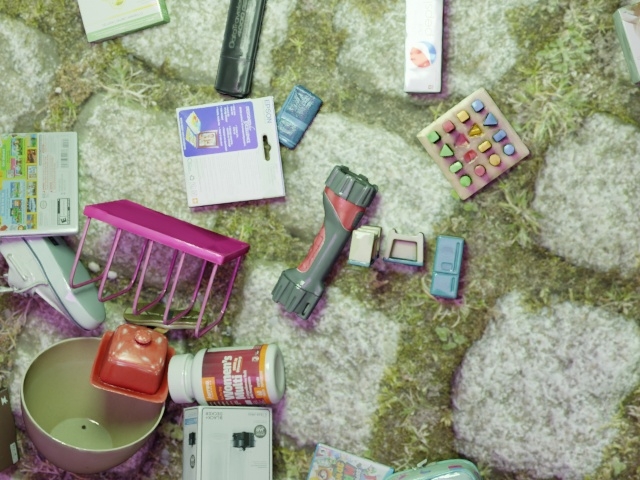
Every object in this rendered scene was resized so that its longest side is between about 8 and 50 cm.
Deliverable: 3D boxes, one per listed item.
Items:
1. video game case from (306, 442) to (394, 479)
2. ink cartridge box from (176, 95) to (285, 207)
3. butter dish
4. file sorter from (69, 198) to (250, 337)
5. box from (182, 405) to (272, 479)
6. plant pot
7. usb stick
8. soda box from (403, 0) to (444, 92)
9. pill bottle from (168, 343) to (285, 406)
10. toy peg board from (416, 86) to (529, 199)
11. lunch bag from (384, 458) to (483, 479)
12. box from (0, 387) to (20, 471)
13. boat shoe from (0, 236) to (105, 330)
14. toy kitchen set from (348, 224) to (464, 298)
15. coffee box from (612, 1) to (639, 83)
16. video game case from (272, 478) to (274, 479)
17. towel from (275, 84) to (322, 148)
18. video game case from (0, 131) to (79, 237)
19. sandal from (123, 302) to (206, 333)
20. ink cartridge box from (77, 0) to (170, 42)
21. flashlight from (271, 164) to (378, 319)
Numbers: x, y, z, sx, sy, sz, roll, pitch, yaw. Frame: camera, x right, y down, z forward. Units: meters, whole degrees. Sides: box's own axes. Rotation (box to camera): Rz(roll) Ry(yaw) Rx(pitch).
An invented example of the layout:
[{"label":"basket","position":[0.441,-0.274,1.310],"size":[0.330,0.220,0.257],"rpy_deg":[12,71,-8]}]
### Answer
[{"label":"video game case","position":[0.057,0.501,2.006],"size":[0.166,0.015,0.119],"rpy_deg":[17,98,8]},{"label":"ink cartridge box","position":[-0.179,-0.179,1.969],"size":[0.208,0.045,0.206],"rpy_deg":[-6,94,11]},{"label":"butter dish","position":[-0.368,0.227,1.950],"size":[0.159,0.160,0.118],"rpy_deg":[16,130,-9]},{"label":"file sorter","position":[-0.325,0.054,1.938],"size":[0.290,0.202,0.182],"rpy_deg":[20,100,8]},{"label":"box","position":[-0.187,0.479,1.927],"size":[0.169,0.087,0.290],"rpy_deg":[6,75,-30]},{"label":"plant pot","position":[-0.477,0.366,1.982],"size":[0.284,0.284,0.191],"rpy_deg":[28,129,6]},{"label":"usb stick","position":[-0.156,-0.425,1.944],"size":[0.077,0.045,0.278],"rpy_deg":[13,97,16]},{"label":"soda box","position":[0.201,-0.393,1.873],"size":[0.073,0.069,0.216],"rpy_deg":[2,95,10]},{"label":"pill bottle","position":[-0.191,0.277,1.975],"size":[0.221,0.121,0.121],"rpy_deg":[-5,94,10]},{"label":"toy peg board","position":[0.294,-0.187,1.870],"size":[0.160,0.079,0.161],"rpy_deg":[-36,89,11]},{"label":"lunch bag","position":[0.236,0.580,1.936],"size":[0.224,0.108,0.279],"rpy_deg":[-16,92,12]},{"label":"box","position":[-0.784,0.425,2.068],"size":[0.203,0.167,0.169],"rpy_deg":[-9,94,10]},{"label":"boat shoe","position":[-0.606,0.064,2.021],"size":[0.156,0.136,0.367],"rpy_deg":[-39,85,10]},{"label":"toy kitchen set","position":[0.166,0.047,1.868],"size":[0.207,0.166,0.122],"rpy_deg":[7,96,9]},{"label":"coffee box","position":[0.681,-0.395,1.773],"size":[0.246,0.098,0.141],"rpy_deg":[-17,92,11]},{"label":"video game case","position":[-0.153,0.569,1.995],"size":[0.201,0.023,0.183],"rpy_deg":[34,73,-1]},{"label":"towel","position":[-0.051,-0.249,1.949],"size":[0.067,0.029,0.119],"rpy_deg":[33,99,5]},{"label":"video game case","position":[-0.603,-0.115,1.987],"size":[0.206,0.026,0.227],"rpy_deg":[-3,71,-9]},{"label":"sandal","position":[-0.327,0.171,2.023],"size":[0.180,0.072,0.049],"rpy_deg":[7,118,5]},{"label":"ink cartridge box","position":[-0.419,-0.539,1.976],"size":[0.171,0.056,0.235],"rpy_deg":[-13,95,11]},{"label":"flashlight","position":[0.000,0.000,1.933],"size":[0.103,0.103,0.304],"rpy_deg":[26,105,-20]}]
